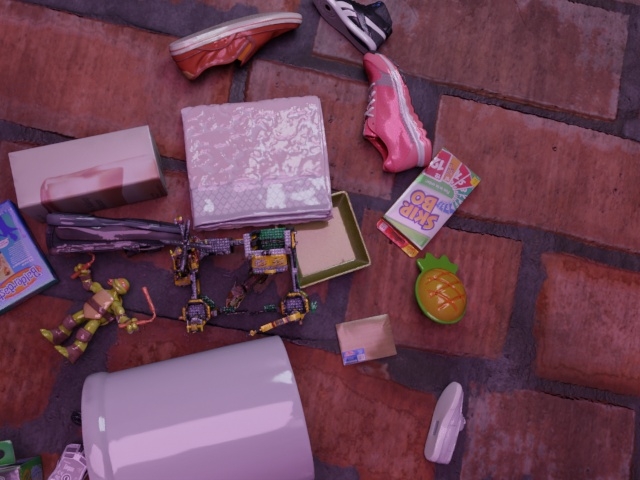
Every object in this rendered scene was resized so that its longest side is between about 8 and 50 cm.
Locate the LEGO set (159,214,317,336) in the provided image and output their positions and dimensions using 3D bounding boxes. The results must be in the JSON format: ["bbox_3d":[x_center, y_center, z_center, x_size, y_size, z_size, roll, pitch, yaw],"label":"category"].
[{"bbox_3d":[-0.170,0.082,1.371,0.331,0.192,0.255,4,94,1],"label":"LEGO set"}]

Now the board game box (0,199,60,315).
[{"bbox_3d":[-0.701,0.041,1.427,0.160,0.047,0.210,-31,85,-11],"label":"board game box"}]

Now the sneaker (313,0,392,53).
[{"bbox_3d":[0.087,-0.574,1.612,0.217,0.079,0.121,45,75,-6],"label":"sneaker"}]

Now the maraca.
[{"bbox_3d":[0.278,0.110,1.505,0.127,0.099,0.186,10,54,-15],"label":"maraca"}]

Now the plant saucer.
[{"bbox_3d":[0.000,0.000,1.514,0.188,0.045,0.188,-18,83,-10],"label":"plant saucer"}]

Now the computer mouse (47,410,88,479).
[{"bbox_3d":[-0.524,0.471,1.379,0.106,0.042,0.193,27,73,-6],"label":"computer mouse"}]

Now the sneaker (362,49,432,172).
[{"bbox_3d":[0.152,-0.307,1.550,0.136,0.116,0.314,-22,83,-7],"label":"sneaker"}]

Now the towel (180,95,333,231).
[{"bbox_3d":[-0.146,-0.184,1.501,0.331,0.053,0.317,-6,71,-7],"label":"towel"}]

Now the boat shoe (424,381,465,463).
[{"bbox_3d":[0.295,0.416,1.470,0.063,0.066,0.184,22,76,-17],"label":"boat shoe"}]

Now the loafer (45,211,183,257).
[{"bbox_3d":[-0.445,-0.003,1.430,0.302,0.109,0.095,6,96,-20],"label":"loafer"}]

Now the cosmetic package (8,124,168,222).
[{"bbox_3d":[-0.502,-0.143,1.429,0.295,0.153,0.129,-13,81,-7],"label":"cosmetic package"}]

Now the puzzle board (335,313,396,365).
[{"bbox_3d":[0.105,0.230,1.505,0.128,0.011,0.097,-11,83,-8],"label":"puzzle board"}]

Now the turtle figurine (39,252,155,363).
[{"bbox_3d":[-0.497,0.146,1.413,0.269,0.087,0.217,39,74,20],"label":"turtle figurine"}]

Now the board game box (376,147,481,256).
[{"bbox_3d":[0.261,-0.092,1.567,0.124,0.039,0.259,41,81,2],"label":"board game box"}]

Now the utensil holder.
[{"bbox_3d":[-0.233,0.380,1.284,0.385,0.327,0.328,-12,82,-9],"label":"utensil holder"}]

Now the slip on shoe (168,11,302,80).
[{"bbox_3d":[-0.194,-0.473,1.552,0.331,0.123,0.101,-25,116,-15],"label":"slip on shoe"}]

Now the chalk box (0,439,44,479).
[{"bbox_3d":[-0.644,0.515,1.311,0.132,0.132,0.213,-9,81,-7],"label":"chalk box"}]
